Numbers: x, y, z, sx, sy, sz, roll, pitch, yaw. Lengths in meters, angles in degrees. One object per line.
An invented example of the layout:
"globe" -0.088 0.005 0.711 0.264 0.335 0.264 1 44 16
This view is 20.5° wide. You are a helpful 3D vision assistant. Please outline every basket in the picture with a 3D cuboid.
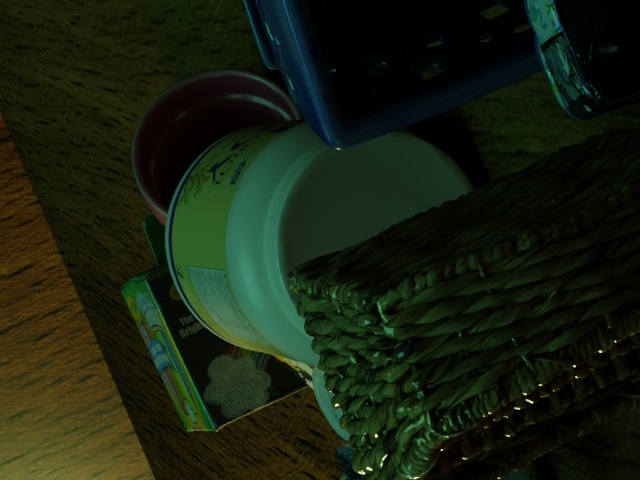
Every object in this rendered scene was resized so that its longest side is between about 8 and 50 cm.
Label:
"basket" 0.166 0.074 1.252 0.213 0.299 0.223 8 119 68

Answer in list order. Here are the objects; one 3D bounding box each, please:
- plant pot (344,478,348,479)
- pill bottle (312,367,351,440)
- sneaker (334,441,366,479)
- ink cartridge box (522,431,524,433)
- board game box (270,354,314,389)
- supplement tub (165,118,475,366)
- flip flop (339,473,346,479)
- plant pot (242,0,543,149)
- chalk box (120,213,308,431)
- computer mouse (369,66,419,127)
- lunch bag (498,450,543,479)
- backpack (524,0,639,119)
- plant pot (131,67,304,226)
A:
"plant pot" 0.072 0.348 1.832 0.187 0.167 0.188 -120 5 -64
"pill bottle" 0.078 0.133 1.805 0.087 0.160 0.087 54 160 31
"sneaker" 0.089 0.230 1.750 0.190 0.083 0.071 18 142 54
"ink cartridge box" 0.135 0.135 1.654 0.093 0.154 0.212 67 163 -3
"board game box" -0.005 0.101 2.057 0.193 0.053 0.305 38 162 -3
"supplement tub" 0.000 0.000 1.716 0.241 0.241 0.331 67 162 -9
"flip flop" 0.081 0.359 2.234 0.277 0.080 0.112 25 137 63
"plant pot" 0.044 -0.233 1.306 0.212 0.236 0.236 44 154 61
"chalk box" -0.143 0.088 2.348 0.289 0.180 0.179 66 162 -1
"computer mouse" 0.004 -0.197 1.735 0.262 0.060 0.184 60 161 15
"lunch bag" 0.177 0.259 1.820 0.151 0.096 0.129 -123 8 -72
"backpack" 0.192 -0.146 1.196 0.114 0.105 0.084 69 162 4
"plant pot" -0.095 -0.067 2.010 0.201 0.201 0.180 55 176 26
